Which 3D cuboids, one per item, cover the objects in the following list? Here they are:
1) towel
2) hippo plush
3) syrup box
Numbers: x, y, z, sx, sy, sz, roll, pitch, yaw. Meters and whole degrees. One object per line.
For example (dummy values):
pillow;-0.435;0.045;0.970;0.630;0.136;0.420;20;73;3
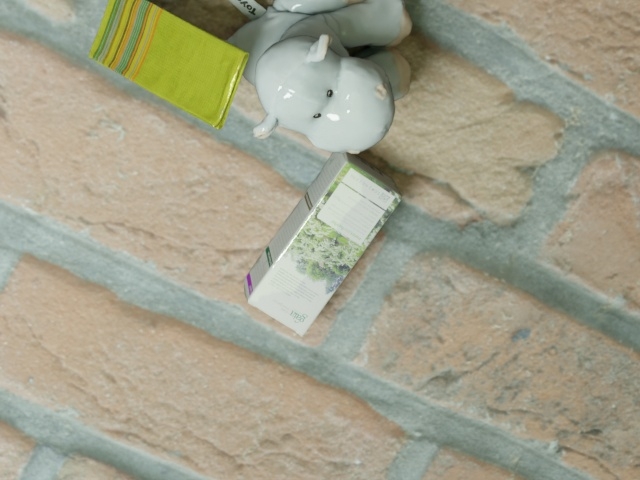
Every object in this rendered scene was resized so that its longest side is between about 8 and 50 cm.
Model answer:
towel;-0.190;-0.226;1.663;0.021;0.237;0.102;-2;117;-53
hippo plush;0.000;-0.231;1.663;0.294;0.236;0.234;29;103;-17
syrup box;0.000;0.000;1.819;0.093;0.096;0.237;32;102;-15
